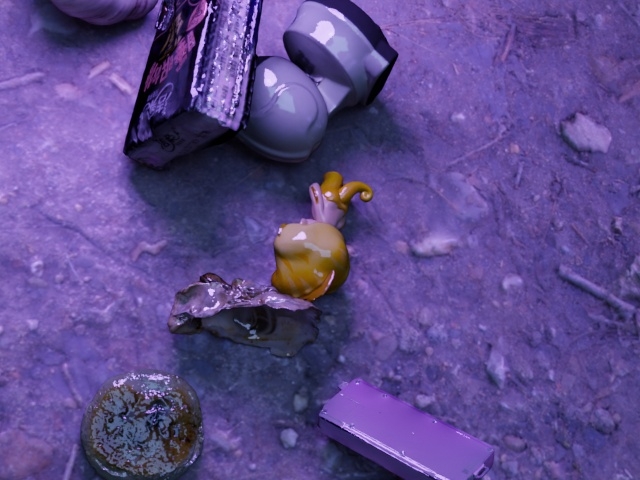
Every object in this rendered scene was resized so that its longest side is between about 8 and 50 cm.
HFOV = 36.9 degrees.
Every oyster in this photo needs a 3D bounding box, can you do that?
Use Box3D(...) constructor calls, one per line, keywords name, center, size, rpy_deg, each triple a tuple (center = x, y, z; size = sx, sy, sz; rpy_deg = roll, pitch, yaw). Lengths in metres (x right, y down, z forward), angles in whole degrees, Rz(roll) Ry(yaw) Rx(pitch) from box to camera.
Box3D(name="oyster", center=(-0.115, 0.106, 1.471), size=(0.232, 0.162, 0.107), rpy_deg=(4, 50, -5))

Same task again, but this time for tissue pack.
Box3D(name="tissue pack", center=(-0.195, -0.287, 1.520), size=(0.123, 0.245, 0.333), rpy_deg=(21, 65, -30))

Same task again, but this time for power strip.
Box3D(name="power strip", center=(0.123, 0.294, 1.425), size=(0.278, 0.038, 0.109), rpy_deg=(23, 40, 33))

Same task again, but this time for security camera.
Box3D(name="security camera", center=(-0.032, -0.254, 1.585), size=(0.191, 0.197, 0.277), rpy_deg=(42, 77, 3))

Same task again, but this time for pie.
Box3D(name="pie", center=(-0.262, 0.279, 1.423), size=(0.186, 0.041, 0.187), rpy_deg=(4, 70, -12))

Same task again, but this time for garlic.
Box3D(name="garlic", center=(-0.406, -0.473, 1.575), size=(0.253, 0.245, 0.245), rpy_deg=(2, 67, 26))

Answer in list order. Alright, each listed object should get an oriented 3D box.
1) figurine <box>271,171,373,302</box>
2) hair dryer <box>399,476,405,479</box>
Box3D(name="figurine", center=(0.000, 0.000, 1.542), size=(0.156, 0.131, 0.246), rpy_deg=(41, 53, -35))
Box3D(name="hair dryer", center=(0.246, 0.461, 1.459), size=(0.344, 0.106, 0.189), rpy_deg=(45, 30, -17))
